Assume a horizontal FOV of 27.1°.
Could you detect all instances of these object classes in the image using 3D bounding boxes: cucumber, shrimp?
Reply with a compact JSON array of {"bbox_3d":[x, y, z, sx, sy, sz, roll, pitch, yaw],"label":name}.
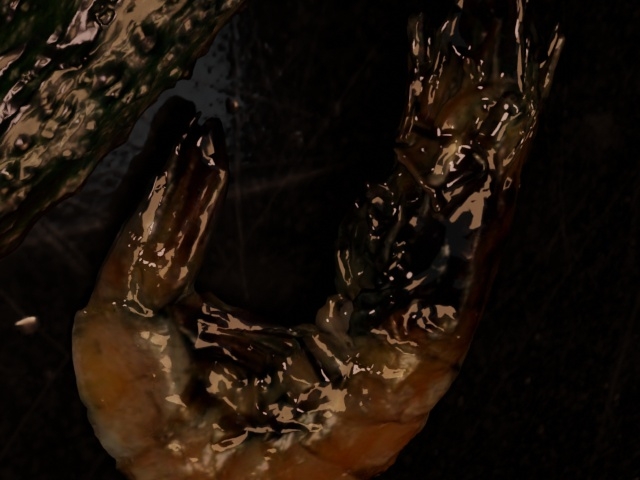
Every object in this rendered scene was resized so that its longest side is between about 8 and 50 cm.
[{"bbox_3d":[-0.091,-0.102,0.582,0.359,0.096,0.096,-50,127,-4],"label":"cucumber"},{"bbox_3d":[0.000,0.000,0.704,0.233,0.071,0.364,10,111,-29],"label":"shrimp"}]
